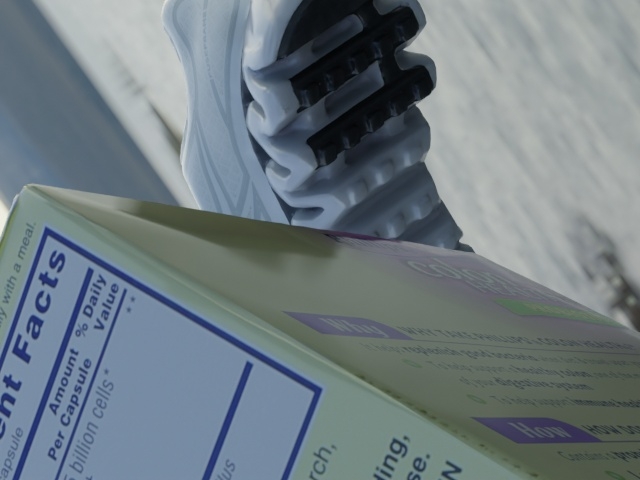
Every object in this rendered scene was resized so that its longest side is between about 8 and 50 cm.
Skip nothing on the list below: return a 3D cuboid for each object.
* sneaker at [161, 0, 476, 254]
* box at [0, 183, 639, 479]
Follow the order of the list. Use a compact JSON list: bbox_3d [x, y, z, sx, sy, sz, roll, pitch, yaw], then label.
[{"bbox_3d":[0.000,0.000,0.909,0.118,0.110,0.292,19,129,43],"label":"sneaker"},{"bbox_3d":[0.056,0.092,0.494,0.243,0.117,0.213,28,-168,34],"label":"box"}]
